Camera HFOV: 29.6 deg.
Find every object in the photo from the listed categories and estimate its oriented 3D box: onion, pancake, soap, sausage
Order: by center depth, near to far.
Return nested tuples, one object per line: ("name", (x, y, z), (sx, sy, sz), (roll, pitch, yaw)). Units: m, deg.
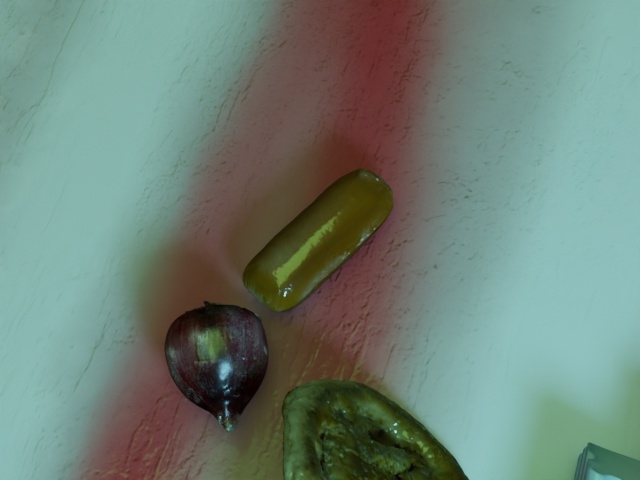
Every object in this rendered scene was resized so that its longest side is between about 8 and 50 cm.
("soap", (0.373, 0.423, 1.634), (0.095, 0.173, 0.289), (15, 69, 8))
("pancake", (0.086, 0.325, 1.643), (0.356, 0.356, 0.065), (49, 117, 19))
("onion", (-0.148, 0.188, 1.776), (0.160, 0.159, 0.194), (-9, 71, 0))
("sausage", (0.000, -0.001, 1.871), (0.274, 0.105, 0.105), (-43, 72, -13))
